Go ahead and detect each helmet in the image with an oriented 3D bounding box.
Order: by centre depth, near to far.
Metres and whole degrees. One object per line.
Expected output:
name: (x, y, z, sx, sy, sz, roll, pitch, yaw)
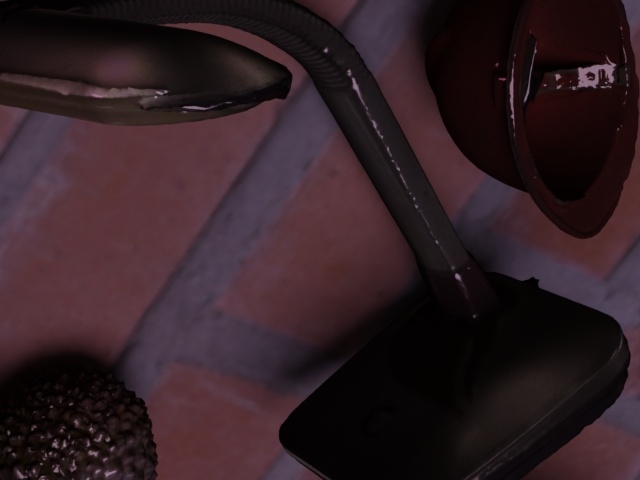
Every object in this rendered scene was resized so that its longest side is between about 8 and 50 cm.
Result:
helmet: (0.069, -0.055, 0.655, 0.089, 0.057, 0.111, -60, 141, -32)

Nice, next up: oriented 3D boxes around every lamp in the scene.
lamp: (0.003, -0.007, 0.583, 0.124, 0.203, 0.283, -51, 123, -8)

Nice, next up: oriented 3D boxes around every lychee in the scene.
lychee: (-0.096, 0.083, 0.680, 0.068, 0.083, 0.067, -27, 99, 39)
